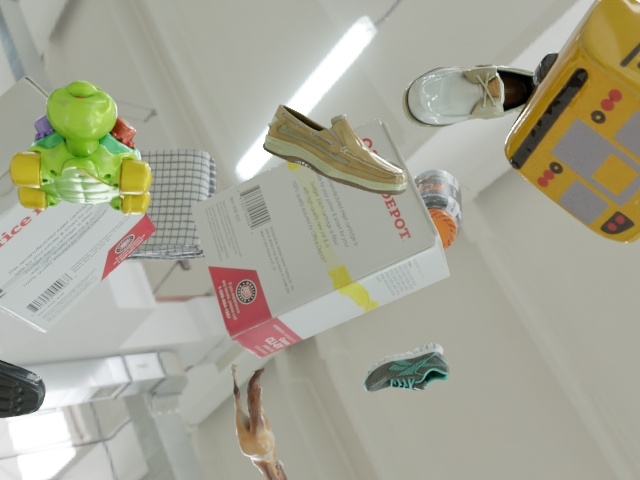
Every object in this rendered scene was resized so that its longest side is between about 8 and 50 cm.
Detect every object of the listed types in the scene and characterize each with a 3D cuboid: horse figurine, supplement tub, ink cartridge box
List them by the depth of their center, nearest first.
[{"bbox_3d":[-0.323,-0.026,0.833,0.114,0.273,0.197,42,-104,13],"label":"ink cartridge box"},{"bbox_3d":[-0.106,0.315,1.242,0.263,0.066,0.174,87,-9,-55],"label":"horse figurine"},{"bbox_3d":[0.000,0.000,1.308,0.385,0.160,0.279,-24,-119,7],"label":"ink cartridge box"},{"bbox_3d":[0.240,-0.063,1.545,0.117,0.190,0.116,4,-60,7],"label":"supplement tub"}]

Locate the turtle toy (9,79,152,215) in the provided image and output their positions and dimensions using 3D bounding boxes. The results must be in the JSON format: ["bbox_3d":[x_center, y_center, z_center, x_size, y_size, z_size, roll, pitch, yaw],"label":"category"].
[{"bbox_3d":[-0.167,-0.064,0.519,0.130,0.095,0.066,133,-42,-68],"label":"turtle toy"}]

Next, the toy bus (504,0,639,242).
[{"bbox_3d":[0.261,-0.151,0.524,0.130,0.333,0.108,40,-32,12],"label":"toy bus"}]

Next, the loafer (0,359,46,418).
[{"bbox_3d":[-0.434,0.155,0.873,0.224,0.078,0.076,12,-71,-3],"label":"loafer"}]

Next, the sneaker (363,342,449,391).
[{"bbox_3d":[0.162,0.247,1.344,0.076,0.167,0.065,-119,-168,-45],"label":"sneaker"}]

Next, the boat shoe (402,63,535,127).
[{"bbox_3d":[0.290,-0.274,1.337,0.103,0.303,0.113,-2,-78,60],"label":"boat shoe"}]

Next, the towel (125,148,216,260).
[{"bbox_3d":[-0.374,-0.073,1.625,0.284,0.121,0.234,-2,-106,11],"label":"towel"}]

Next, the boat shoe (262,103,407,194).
[{"bbox_3d":[0.019,-0.111,0.849,0.190,0.068,0.072,22,-74,20],"label":"boat shoe"}]
